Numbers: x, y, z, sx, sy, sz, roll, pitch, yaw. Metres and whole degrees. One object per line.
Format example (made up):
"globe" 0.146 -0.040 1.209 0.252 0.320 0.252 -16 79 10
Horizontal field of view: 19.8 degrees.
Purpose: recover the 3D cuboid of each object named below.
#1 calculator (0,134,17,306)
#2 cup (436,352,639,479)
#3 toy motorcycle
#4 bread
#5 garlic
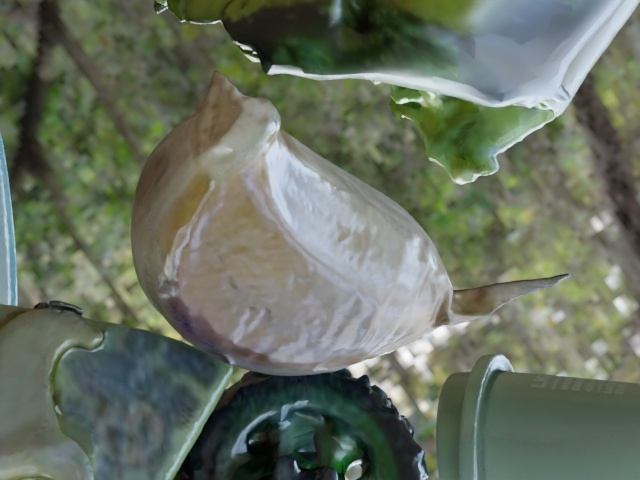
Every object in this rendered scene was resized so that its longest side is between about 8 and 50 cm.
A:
"calculator" -0.286 0.048 1.020 0.054 0.256 0.386 -16 -114 48
"cup" 0.146 0.123 1.056 0.141 0.120 0.120 -4 -159 17
"toy motorcycle" -0.160 0.132 0.895 0.169 0.410 0.237 103 3 -63
"bread" 0.098 -0.227 0.945 0.376 0.251 0.208 -59 157 2
"garlic" 0.001 0.008 0.850 0.128 0.198 0.090 -36 -145 36
